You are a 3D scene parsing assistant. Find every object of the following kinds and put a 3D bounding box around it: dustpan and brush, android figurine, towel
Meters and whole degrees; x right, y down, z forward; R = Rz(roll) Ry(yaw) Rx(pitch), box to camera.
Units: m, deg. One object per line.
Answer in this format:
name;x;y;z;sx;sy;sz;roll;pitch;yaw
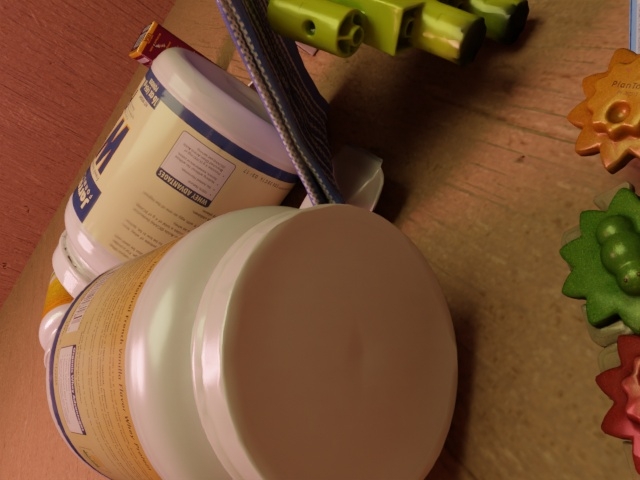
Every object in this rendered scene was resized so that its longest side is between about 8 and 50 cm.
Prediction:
dustpan and brush;0.000;0.000;0.631;0.211;0.060;0.147;-51;21;6
android figurine;0.055;-0.246;0.568;0.272;0.248;0.056;31;135;27
towel;-0.040;-0.193;0.625;0.040;0.243;0.336;-23;28;8

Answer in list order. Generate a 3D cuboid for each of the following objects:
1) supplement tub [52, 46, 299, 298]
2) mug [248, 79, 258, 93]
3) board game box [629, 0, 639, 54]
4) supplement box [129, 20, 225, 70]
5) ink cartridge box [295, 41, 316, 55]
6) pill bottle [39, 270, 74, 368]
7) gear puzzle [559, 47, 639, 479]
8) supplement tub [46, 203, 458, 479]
supplement tub;-0.189;-0.061;0.773;0.325;0.235;0.235;-52;31;14
mug;-0.103;-0.249;0.976;0.078;0.062;0.064;-42;27;19
board game box;0.290;-0.154;0.325;0.211;0.039;0.160;-17;52;52
supplement box;-0.329;-0.408;1.316;0.081;0.188;0.104;-62;30;-3
ink cartridge box;-0.023;-0.379;0.963;0.099;0.056;0.135;-52;31;16
pill bottle;-0.468;0.151;1.116;0.136;0.136;0.246;-51;32;17
gear puzzle;0.200;0.017;0.273;0.175;0.044;0.339;-33;48;39
supplement tub;-0.072;0.100;0.472;0.316;0.228;0.228;-18;51;50
